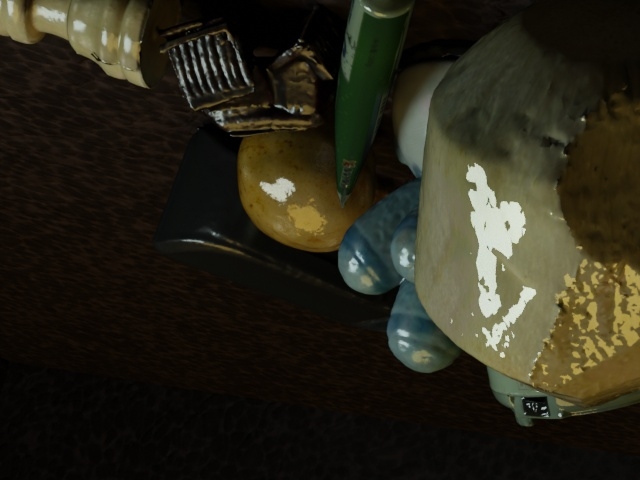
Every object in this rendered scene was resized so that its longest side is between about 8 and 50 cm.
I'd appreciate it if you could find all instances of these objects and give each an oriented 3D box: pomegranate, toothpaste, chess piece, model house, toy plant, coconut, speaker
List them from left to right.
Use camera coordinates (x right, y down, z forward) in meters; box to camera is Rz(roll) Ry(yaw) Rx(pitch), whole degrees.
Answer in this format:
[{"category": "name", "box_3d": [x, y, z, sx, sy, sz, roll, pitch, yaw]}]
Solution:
[{"category": "chess piece", "box_3d": [-0.313, -0.258, 1.867, 0.307, 0.124, 0.139, 16, -158, 7]}, {"category": "model house", "box_3d": [-0.068, -0.199, 1.869, 0.203, 0.141, 0.164, -8, 138, 4]}, {"category": "pomegranate", "box_3d": [-0.005, -0.072, 2.118, 0.196, 0.196, 0.196, 13, 164, 4]}, {"category": "speaker", "box_3d": [0.000, 0.000, 2.284, 0.388, 0.180, 0.184, 22, 176, -30]}, {"category": "toothpaste", "box_3d": [0.048, -0.169, 1.790, 0.061, 0.099, 0.392, 6, 150, -3]}, {"category": "toy plant", "box_3d": [0.151, -0.017, 1.869, 0.247, 0.332, 0.247, 14, 166, 4]}, {"category": "coconut", "box_3d": [0.280, -0.023, 1.599, 0.415, 0.344, 0.415, 0, 121, 0]}]

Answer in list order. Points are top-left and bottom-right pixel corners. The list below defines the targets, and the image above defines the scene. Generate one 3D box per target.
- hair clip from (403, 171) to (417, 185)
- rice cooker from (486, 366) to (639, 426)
[{"category": "hair clip", "box_3d": [0.159, -0.063, 2.193, 0.106, 0.084, 0.292, 33, 168, -1]}, {"category": "rice cooker", "box_3d": [0.302, 0.056, 2.077, 0.316, 0.317, 0.264, 26, 162, -35]}]
